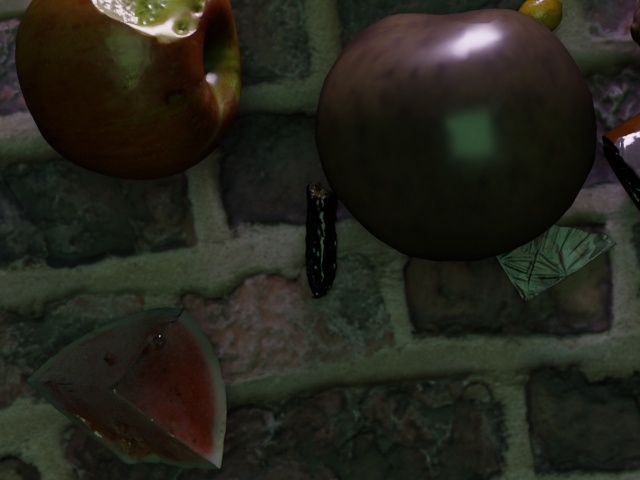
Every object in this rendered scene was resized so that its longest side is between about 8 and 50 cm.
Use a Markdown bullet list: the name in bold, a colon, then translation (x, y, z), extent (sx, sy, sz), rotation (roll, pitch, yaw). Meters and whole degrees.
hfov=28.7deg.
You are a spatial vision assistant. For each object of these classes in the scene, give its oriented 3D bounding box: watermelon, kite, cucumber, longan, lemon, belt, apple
- **watermelon**: translation (-0.263, 0.235, 1.880), extent (0.256, 0.176, 0.260), rotation (-39, 108, 9)
- **kite**: translation (0.344, -0.027, 1.923), extent (0.229, 0.012, 0.250), rotation (11, 88, 1)
- **cucumber**: translation (0.000, 0.000, 1.926), extent (0.053, 0.053, 0.181), rotation (2, 90, 4)
- **longan**: translation (0.190, -0.152, 1.776), extent (0.404, 0.336, 0.404), rotation (-5, 75, 20)
- **lemon**: translation (0.332, -0.342, 1.910), extent (0.083, 0.062, 0.062), rotation (-29, 86, 2)
- **belt**: translation (0.521, -0.068, 1.827), extent (0.105, 0.184, 0.261), rotation (-33, 87, 3)
- **apple**: translation (-0.278, -0.256, 1.814), extent (0.339, 0.339, 0.340), rotation (0, 88, 4)

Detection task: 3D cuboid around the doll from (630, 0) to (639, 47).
- **doll**: translation (0.624, -0.309, 1.796), extent (0.339, 0.318, 0.209), rotation (17, 120, 10)
